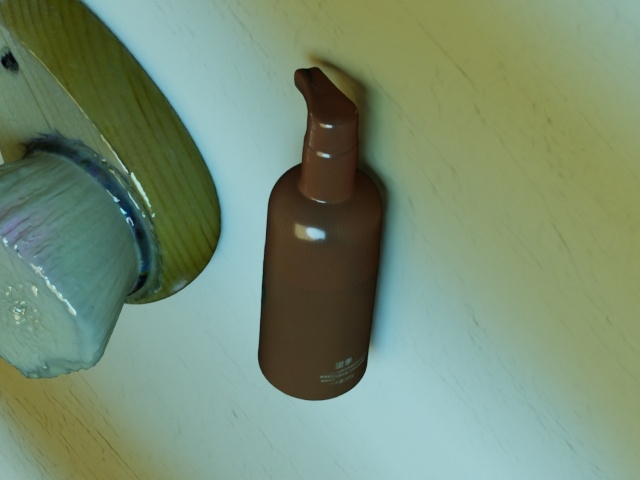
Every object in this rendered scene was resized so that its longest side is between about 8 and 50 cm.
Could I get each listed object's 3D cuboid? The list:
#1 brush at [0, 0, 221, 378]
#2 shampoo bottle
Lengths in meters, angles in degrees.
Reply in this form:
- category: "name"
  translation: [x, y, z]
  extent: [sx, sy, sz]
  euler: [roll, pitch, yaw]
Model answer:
- category: "brush"
  translation: [-0.202, -0.047, 1.336]
  extent: [0.174, 0.166, 0.267]
  euler: [-4, 116, 49]
- category: "shampoo bottle"
  translation: [0.001, 0.002, 1.229]
  extent: [0.085, 0.085, 0.244]
  euler: [30, 138, 26]
